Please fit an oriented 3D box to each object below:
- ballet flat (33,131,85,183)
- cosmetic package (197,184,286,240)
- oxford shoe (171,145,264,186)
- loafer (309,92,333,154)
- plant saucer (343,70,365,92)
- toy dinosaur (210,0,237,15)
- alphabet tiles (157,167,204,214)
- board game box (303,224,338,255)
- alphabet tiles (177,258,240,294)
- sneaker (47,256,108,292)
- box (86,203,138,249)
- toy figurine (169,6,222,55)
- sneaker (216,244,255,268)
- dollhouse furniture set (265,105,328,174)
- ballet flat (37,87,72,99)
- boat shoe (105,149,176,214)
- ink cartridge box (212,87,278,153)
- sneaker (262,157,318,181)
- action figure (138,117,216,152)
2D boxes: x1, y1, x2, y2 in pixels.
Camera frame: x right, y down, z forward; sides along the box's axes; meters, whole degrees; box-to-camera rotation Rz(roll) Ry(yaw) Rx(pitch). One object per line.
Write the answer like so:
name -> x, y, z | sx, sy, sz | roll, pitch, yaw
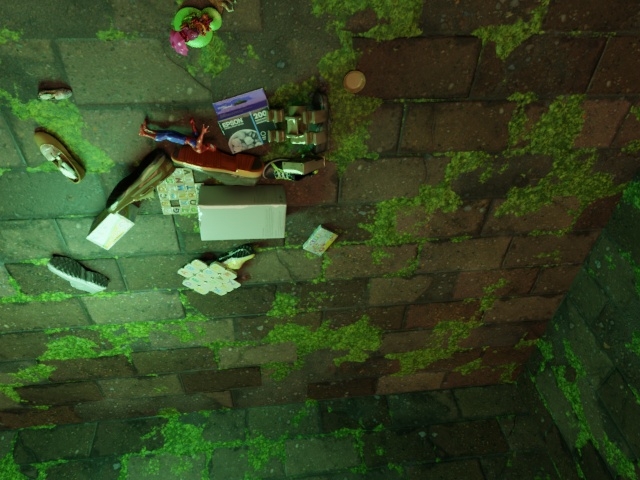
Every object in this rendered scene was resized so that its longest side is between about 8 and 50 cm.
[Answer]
ballet flat -> -1.000, -0.314, 1.766 | 0.080, 0.073, 0.232 | -26, 130, 13
cosmetic package -> -0.335, -0.121, 1.987 | 0.365, 0.155, 0.197 | 0, 132, -10
oxford shoe -> -0.417, -0.284, 1.856 | 0.363, 0.130, 0.133 | 11, 140, -13
loafer -> 0.009, -0.460, 1.802 | 0.084, 0.096, 0.268 | -16, 143, -21
plant saucer -> 0.127, -0.600, 1.730 | 0.083, 0.015, 0.084 | -5, 132, -6
toy dinosaur -> -0.321, -0.774, 1.491 | 0.092, 0.053, 0.183 | 9, 137, 6
alphabet tiles -> -0.593, -0.209, 1.970 | 0.198, 0.009, 0.237 | -3, 132, -6
board game box -> 0.000, 0.000, 2.240 | 0.103, 0.026, 0.154 | 23, 124, -26
alphabet tiles -> -0.550, 0.191, 2.284 | 0.284, 0.021, 0.278 | -27, 131, 33
sneaker -> -1.154, 0.180, 2.163 | 0.115, 0.105, 0.281 | -34, 128, 20
box -> -0.889, -0.075, 1.972 | 0.203, 0.114, 0.103 | -37, 127, 21
toy figurine -> -0.410, -0.659, 1.470 | 0.173, 0.159, 0.130 | -13, 132, 21
sneaker -> -0.396, 0.091, 2.228 | 0.208, 0.082, 0.094 | -17, 133, 21
dollhouse furniture set -> -0.068, -0.392, 1.761 | 0.212, 0.161, 0.242 | 9, 114, 28
ballet flat -> -0.939, -0.512, 1.622 | 0.114, 0.041, 0.041 | -4, 132, -6
boat shoe -> -0.711, -0.214, 1.836 | 0.324, 0.123, 0.120 | -41, 131, 7
ink cartridge box -> -0.282, -0.457, 1.774 | 0.206, 0.045, 0.208 | -16, 131, 6
sneaker -> -0.127, -0.290, 1.912 | 0.234, 0.097, 0.084 | -10, 132, 0
action figure -> -0.522, -0.418, 1.737 | 0.280, 0.092, 0.139 | 17, 120, -18
